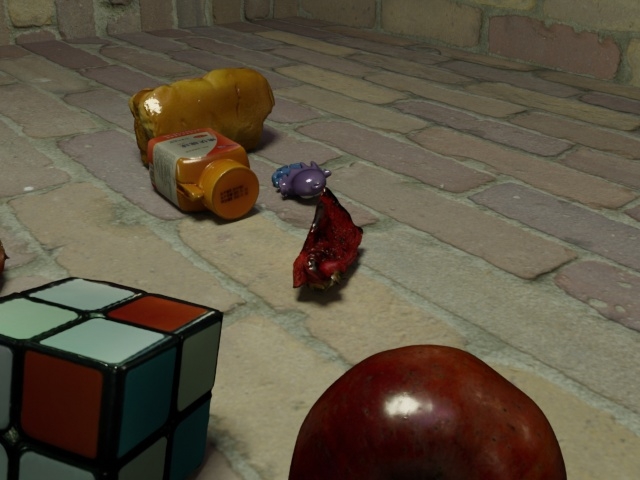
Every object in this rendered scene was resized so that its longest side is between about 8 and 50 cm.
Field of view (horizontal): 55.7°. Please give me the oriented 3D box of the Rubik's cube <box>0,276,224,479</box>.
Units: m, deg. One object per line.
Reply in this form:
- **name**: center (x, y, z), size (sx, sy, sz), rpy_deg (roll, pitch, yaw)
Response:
- **Rubik's cube**: center (-0.212, 0.143, 0.554), size (0.180, 0.167, 0.183), rpy_deg (12, 12, 18)

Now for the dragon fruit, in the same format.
- **dragon fruit**: center (0.018, 0.009, 0.924), size (0.092, 0.123, 0.192), rpy_deg (20, 27, 1)

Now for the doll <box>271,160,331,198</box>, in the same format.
- **doll**: center (-0.042, -0.126, 1.219), size (0.109, 0.067, 0.206), rpy_deg (-23, 24, -15)

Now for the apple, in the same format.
- **apple**: center (0.081, 0.190, 0.478), size (0.233, 0.234, 0.234), rpy_deg (2, 29, -1)

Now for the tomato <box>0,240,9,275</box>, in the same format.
- **tomato**: center (-0.532, 0.018, 0.833), size (0.167, 0.168, 0.167), rpy_deg (2, 29, -1)

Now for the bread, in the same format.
- **bread**: center (-0.249, -0.273, 1.342), size (0.148, 0.195, 0.343), rpy_deg (20, 35, 40)

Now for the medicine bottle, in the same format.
- **medicine bottle**: center (-0.218, -0.127, 1.151), size (0.149, 0.112, 0.222), rpy_deg (-19, 35, -34)
